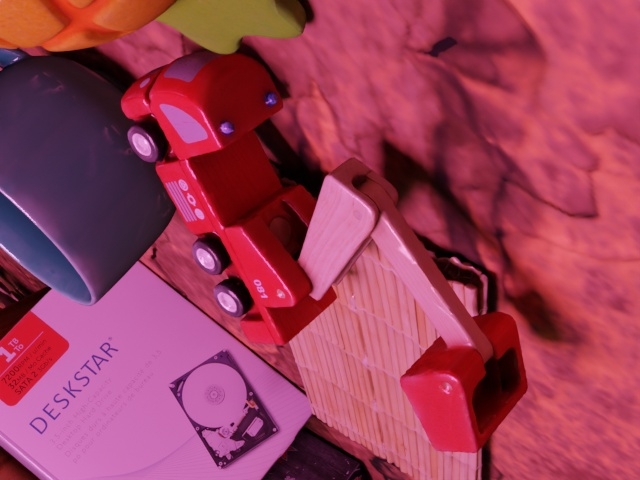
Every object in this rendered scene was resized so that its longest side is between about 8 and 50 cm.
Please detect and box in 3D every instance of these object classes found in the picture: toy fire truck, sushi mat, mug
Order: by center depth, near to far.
[{"bbox_3d":[0.000,0.000,0.418,0.135,0.047,0.192,-5,118,48],"label":"toy fire truck"},{"bbox_3d":[-0.149,-0.049,0.532,0.129,0.097,0.158,25,152,34],"label":"mug"},{"bbox_3d":[0.034,0.074,0.576,0.151,0.019,0.316,30,155,26],"label":"sushi mat"}]

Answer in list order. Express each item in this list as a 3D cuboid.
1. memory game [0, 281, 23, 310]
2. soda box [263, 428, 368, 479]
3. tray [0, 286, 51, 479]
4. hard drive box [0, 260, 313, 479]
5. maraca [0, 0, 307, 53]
[{"bbox_3d":[-0.393,0.104,1.242,0.186,0.012,0.186,43,176,4],"label":"memory game"},{"bbox_3d":[-0.037,0.201,0.869,0.169,0.060,0.053,24,152,36],"label":"soda box"},{"bbox_3d":[-0.293,0.171,0.948,0.203,0.076,0.411,41,-172,-2],"label":"tray"},{"bbox_3d":[-0.150,0.142,0.781,0.232,0.181,0.089,37,157,6],"label":"hard drive box"},{"bbox_3d":[-0.088,-0.113,0.328,0.186,0.099,0.127,16,162,-10],"label":"maraca"}]
